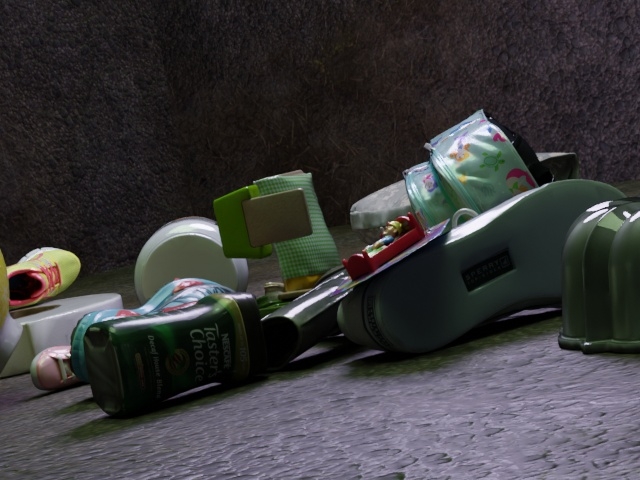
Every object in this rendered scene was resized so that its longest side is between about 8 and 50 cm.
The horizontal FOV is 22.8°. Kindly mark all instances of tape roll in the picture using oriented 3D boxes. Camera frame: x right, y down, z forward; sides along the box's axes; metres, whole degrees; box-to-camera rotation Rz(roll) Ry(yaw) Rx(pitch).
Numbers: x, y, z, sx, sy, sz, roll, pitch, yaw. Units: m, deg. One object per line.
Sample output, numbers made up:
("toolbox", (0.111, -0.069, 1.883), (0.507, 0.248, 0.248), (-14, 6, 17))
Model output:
("tape roll", (-0.474, 0.149, 2.307), (0.392, 0.072, 0.392), (-11, 2, 0))

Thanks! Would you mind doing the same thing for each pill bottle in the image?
("pill bottle", (-0.183, 0.049, 2.260), (0.162, 0.162, 0.278), (-11, 4, -3))

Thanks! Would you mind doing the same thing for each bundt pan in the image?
("bundt pan", (0.368, 0.007, 1.451), (0.330, 0.124, 0.331), (-11, 2, 0))

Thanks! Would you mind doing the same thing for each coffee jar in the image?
("coffee jar", (-0.142, 0.111, 1.604), (0.184, 0.096, 0.079), (-14, 7, -34))

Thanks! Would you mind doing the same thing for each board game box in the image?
("board game box", (0.064, 0.005, 1.631), (0.133, 0.033, 0.168), (-30, 2, 13))

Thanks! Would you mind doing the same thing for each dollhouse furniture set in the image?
("dollhouse furniture set", (0.000, 0.000, 2.147), (0.151, 0.198, 0.301), (-11, 4, 22))

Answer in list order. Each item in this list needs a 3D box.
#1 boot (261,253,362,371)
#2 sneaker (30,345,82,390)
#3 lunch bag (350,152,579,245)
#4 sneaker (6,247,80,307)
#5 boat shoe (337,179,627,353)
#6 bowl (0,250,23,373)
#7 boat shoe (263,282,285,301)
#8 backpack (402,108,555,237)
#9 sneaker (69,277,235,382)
("boot", (-0.013, 0.093, 1.756), (0.208, 0.076, 0.189), (-41, -5, -43))
("sneaker", (-0.282, 0.144, 1.890), (0.070, 0.051, 0.134), (-15, -4, 32))
("lunch bag", (0.210, -0.036, 2.337), (0.287, 0.169, 0.235), (-8, 2, -25))
("sneaker", (-0.442, 0.065, 2.450), (0.094, 0.081, 0.208), (0, 16, 41))
("boat shoe", (0.173, 0.036, 1.711), (0.367, 0.136, 0.156), (-24, 6, -29))
("bowl", (-0.445, 0.110, 1.856), (0.156, 0.289, 0.289), (33, -10, -15))
("boat shoe", (-0.033, 0.073, 2.312), (0.056, 0.048, 0.153), (-9, 4, 35))
("backpack", (0.223, -0.048, 2.076), (0.191, 0.225, 0.253), (-33, 9, -1))
("sneaker", (-0.158, 0.118, 1.794), (0.125, 0.104, 0.262), (12, 20, 33))
